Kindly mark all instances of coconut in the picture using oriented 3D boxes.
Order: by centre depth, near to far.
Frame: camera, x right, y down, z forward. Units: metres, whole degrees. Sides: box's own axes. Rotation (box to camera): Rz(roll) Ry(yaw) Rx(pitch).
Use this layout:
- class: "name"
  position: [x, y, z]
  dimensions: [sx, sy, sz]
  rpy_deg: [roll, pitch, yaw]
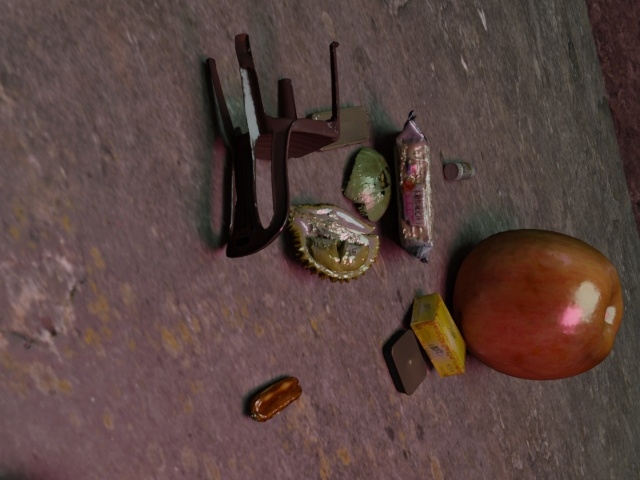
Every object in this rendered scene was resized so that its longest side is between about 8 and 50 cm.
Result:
- class: "coconut"
  position: [0.105, -0.116, 1.128]
  dimensions: [0.133, 0.055, 0.158]
  rpy_deg: [-15, 96, -47]

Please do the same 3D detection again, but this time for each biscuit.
- class: "biscuit"
  position: [0.199, -0.104, 1.166]
  dimensions: [0.186, 0.079, 0.309]
  rpy_deg: [18, 69, -82]

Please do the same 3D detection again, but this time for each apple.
- class: "apple"
  position: [0.536, 0.156, 1.340]
  dimensions: [0.391, 0.346, 0.392]
  rpy_deg: [4, 84, -48]

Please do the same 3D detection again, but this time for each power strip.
- class: "power strip"
  position: [0.043, -0.225, 1.093]
  dimensions: [0.168, 0.028, 0.076]
  rpy_deg: [-20, 100, -43]

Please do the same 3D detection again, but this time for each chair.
- class: "chair"
  position: [-0.065, -0.142, 0.871]
  dimensions: [0.183, 0.175, 0.327]
  rpy_deg: [-3, 85, -38]

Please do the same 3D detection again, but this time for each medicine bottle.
- class: "medicine bottle"
  position: [0.356, -0.177, 1.396]
  dimensions: [0.083, 0.047, 0.047]
  rpy_deg: [-8, 91, -46]

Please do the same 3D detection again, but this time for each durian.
- class: "durian"
  position: [0.000, 0.000, 0.989]
  dimensions: [0.208, 0.102, 0.146]
  rpy_deg: [37, 56, -10]

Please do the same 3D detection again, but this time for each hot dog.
- class: "hot dog"
  position: [-0.076, 0.266, 0.921]
  dimensions: [0.122, 0.037, 0.049]
  rpy_deg: [-16, 86, -51]

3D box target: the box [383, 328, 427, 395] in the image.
- class: "box"
  position: [0.183, 0.263, 1.187]
  dimensions: [0.091, 0.031, 0.126]
  rpy_deg: [-37, 112, -41]

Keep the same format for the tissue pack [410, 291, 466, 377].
- class: "tissue pack"
  position: [0.272, 0.216, 1.243]
  dimensions: [0.176, 0.062, 0.095]
  rpy_deg: [57, 31, -24]
